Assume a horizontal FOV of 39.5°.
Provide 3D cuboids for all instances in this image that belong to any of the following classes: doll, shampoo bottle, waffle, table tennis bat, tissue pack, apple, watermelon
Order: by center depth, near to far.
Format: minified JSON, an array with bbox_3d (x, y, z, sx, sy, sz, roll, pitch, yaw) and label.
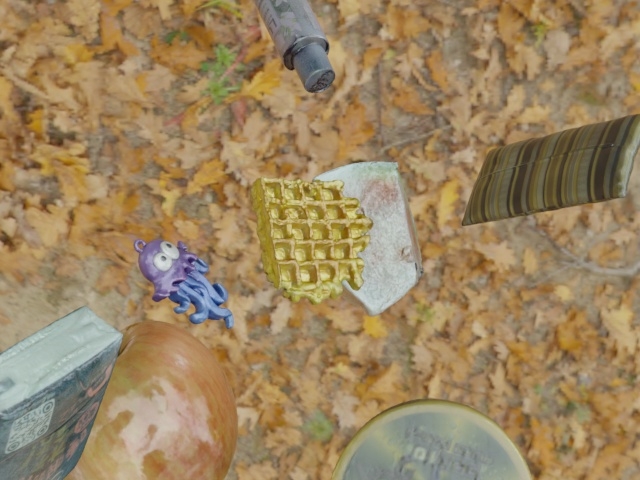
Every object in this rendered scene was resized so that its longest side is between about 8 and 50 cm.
[{"bbox_3d":[0.084,0.307,0.846,0.050,0.198,0.321,63,49,-69],"label":"table tennis bat"},{"bbox_3d":[-0.039,-0.285,1.171,0.072,0.072,0.214,-2,54,-34],"label":"shampoo bottle"},{"bbox_3d":[-0.410,0.263,1.240,0.228,0.103,0.316,-34,157,-51],"label":"tissue pack"},{"bbox_3d":[-0.204,0.064,1.354,0.206,0.067,0.110,42,43,-25],"label":"doll"},{"bbox_3d":[0.000,0.000,1.537,0.219,0.057,0.229,-2,71,-30],"label":"waffle"},{"bbox_3d":[-0.338,0.363,1.700,0.391,0.391,0.346,-40,101,-24],"label":"apple"},{"bbox_3d":[0.095,0.032,1.742,0.228,0.258,0.387,-10,137,0],"label":"watermelon"}]

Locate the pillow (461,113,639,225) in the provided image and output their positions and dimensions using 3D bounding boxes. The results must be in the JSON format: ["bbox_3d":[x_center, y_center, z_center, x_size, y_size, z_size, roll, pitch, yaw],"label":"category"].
[{"bbox_3d":[0.238,-0.072,0.926,0.038,0.203,0.113,42,58,-27],"label":"pillow"}]
